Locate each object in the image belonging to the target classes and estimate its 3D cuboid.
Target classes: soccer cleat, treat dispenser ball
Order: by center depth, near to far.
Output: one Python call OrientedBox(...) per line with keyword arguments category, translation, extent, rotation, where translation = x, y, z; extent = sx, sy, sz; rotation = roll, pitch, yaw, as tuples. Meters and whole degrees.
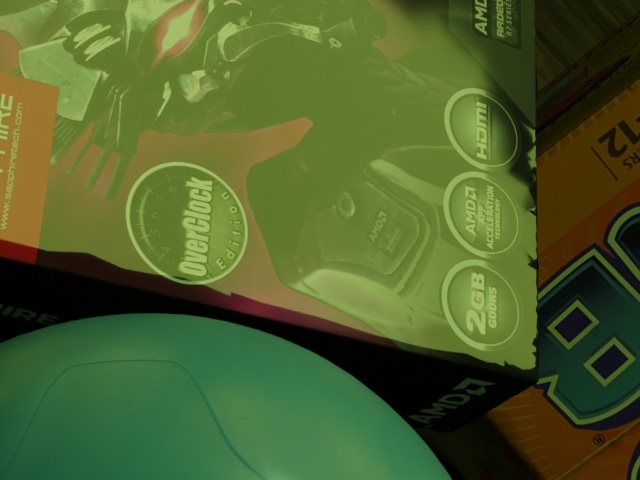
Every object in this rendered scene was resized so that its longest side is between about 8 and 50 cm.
OrientedBox(category="treat dispenser ball", translation=(-0.069, 0.173, 0.708), extent=(0.288, 0.288, 0.288), rotation=(37, 31, -27))
OrientedBox(category="soccer cleat", translation=(0.093, 0.122, 1.270), extent=(0.196, 0.068, 0.076), rotation=(51, -2, 11))

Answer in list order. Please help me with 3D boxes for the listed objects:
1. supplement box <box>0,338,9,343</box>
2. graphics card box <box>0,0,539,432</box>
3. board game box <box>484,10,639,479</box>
OrientedBox(category="supplement box", translation=(-0.106, -0.048, 1.012), extent=(0.356, 0.194, 0.195), rotation=(54, 28, 4))
OrientedBox(category="graphics card box", translation=(-0.076, -0.061, 0.824), extent=(0.371, 0.094, 0.233), rotation=(15, 61, -22))
OrientedBox(category="board game box", translation=(0.304, 0.020, 1.305), extent=(0.356, 0.356, 0.356), rotation=(50, 14, -5))
